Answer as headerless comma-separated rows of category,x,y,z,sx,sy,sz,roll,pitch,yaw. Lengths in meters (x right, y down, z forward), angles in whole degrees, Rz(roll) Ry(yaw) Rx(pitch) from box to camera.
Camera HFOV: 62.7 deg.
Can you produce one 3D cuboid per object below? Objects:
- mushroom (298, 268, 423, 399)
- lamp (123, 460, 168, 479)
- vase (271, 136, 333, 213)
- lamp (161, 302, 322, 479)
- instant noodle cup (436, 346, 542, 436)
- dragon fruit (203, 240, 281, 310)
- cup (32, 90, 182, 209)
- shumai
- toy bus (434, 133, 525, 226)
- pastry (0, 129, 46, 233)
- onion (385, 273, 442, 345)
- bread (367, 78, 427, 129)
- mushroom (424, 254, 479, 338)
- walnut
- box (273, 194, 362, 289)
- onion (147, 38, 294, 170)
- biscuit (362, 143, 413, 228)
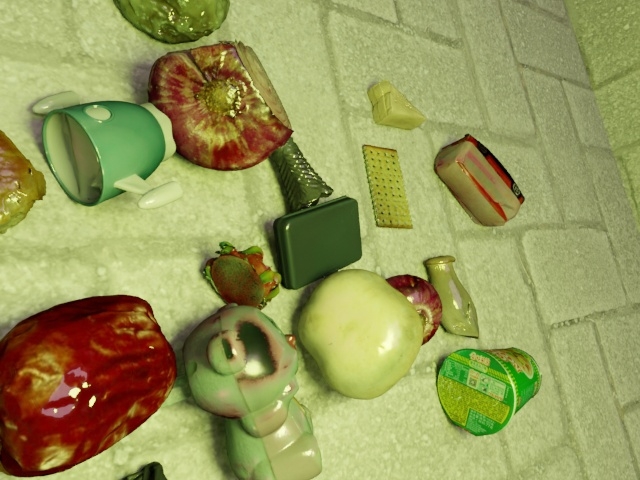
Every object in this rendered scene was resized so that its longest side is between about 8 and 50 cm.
mushroom,0.085,0.195,1.080,0.234,0.253,0.260,54,42,-61
lamp,-0.277,0.424,0.770,0.227,0.147,0.172,8,46,-45
vase,-0.073,-0.183,1.161,0.115,0.115,0.238,-28,89,-41
lamp,-0.139,0.266,0.898,0.247,0.247,0.301,-19,100,-2
instant noodle cup,0.438,0.359,1.322,0.232,0.207,0.207,0,74,-47
dragon fruit,-0.144,0.074,1.010,0.175,0.138,0.142,-5,118,-69
cup,-0.349,-0.162,0.898,0.299,0.168,0.173,40,42,13
shumai,-0.269,-0.543,1.059,0.260,0.222,0.225,-32,93,-45
toy bus,0.477,-0.171,1.574,0.303,0.127,0.147,45,57,-19
pastry,-0.528,-0.080,0.762,0.228,0.100,0.219,2,73,-36
onion,0.193,0.165,1.215,0.177,0.153,0.177,5,83,-39
bread,0.217,-0.377,1.472,0.152,0.077,0.105,0,75,-40
mushroom,0.346,0.156,1.372,0.108,0.096,0.247,-22,85,-16
walnut,-0.333,0.211,0.754,0.269,0.221,0.244,-15,115,-46
box,0.000,0.000,1.149,0.230,0.050,0.160,-22,113,-41
onion,-0.198,-0.252,1.010,0.230,0.272,0.256,-27,83,4
biscuit,0.177,-0.142,1.396,0.139,0.016,0.232,1,73,-38
